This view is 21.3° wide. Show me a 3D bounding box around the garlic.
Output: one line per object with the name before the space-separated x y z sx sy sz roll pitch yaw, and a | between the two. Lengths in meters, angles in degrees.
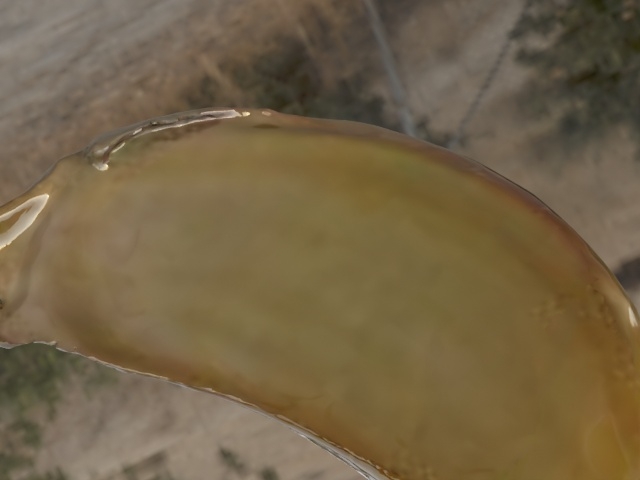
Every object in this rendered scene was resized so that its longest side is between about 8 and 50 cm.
garlic | -0.010 0.023 0.720 0.151 0.338 0.196 -62 -178 28
